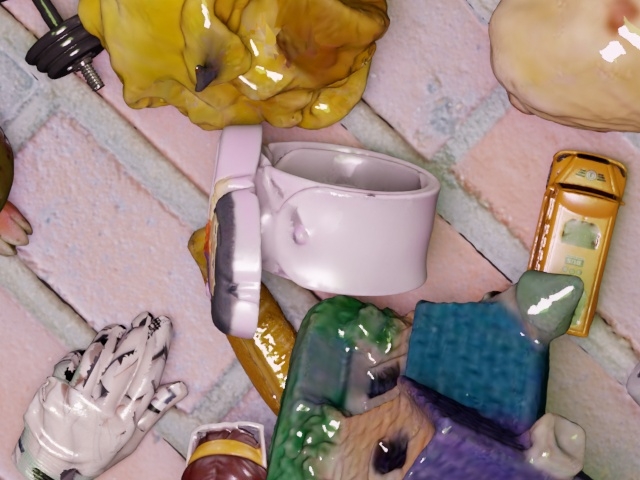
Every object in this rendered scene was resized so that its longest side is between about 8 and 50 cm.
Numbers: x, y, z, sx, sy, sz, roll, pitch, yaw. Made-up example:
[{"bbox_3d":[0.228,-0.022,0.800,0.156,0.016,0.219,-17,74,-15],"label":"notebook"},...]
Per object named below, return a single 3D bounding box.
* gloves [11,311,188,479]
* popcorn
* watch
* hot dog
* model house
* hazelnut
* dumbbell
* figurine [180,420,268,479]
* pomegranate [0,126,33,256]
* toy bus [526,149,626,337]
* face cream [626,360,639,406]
[{"bbox_3d":[-0.230,0.169,1.624,0.127,0.111,0.212,38,99,6],"label":"gloves"},{"bbox_3d":[-0.087,-0.240,1.518,0.316,0.281,0.297,9,136,5],"label":"popcorn"},{"bbox_3d":[0.000,0.000,1.510,0.231,0.244,0.196,8,107,-9],"label":"watch"},{"bbox_3d":[-0.053,0.111,1.633,0.068,0.083,0.289,-28,90,-17],"label":"hot dog"},{"bbox_3d":[0.128,0.174,1.458,0.245,0.280,0.312,29,55,-24],"label":"model house"},{"bbox_3d":[0.311,-0.202,1.535,0.261,0.261,0.241,-23,91,2],"label":"hazelnut"},{"bbox_3d":[-0.292,-0.248,1.620,0.099,0.099,0.208,-34,90,2],"label":"dumbbell"},{"bbox_3d":[-0.065,0.279,1.574,0.175,0.240,0.115,-4,59,21],"label":"figurine"},{"bbox_3d":[-0.390,-0.053,1.602,0.180,0.180,0.209,-44,118,2],"label":"pomegranate"},{"bbox_3d":[0.268,0.003,1.612,0.083,0.088,0.194,12,91,2],"label":"toy bus"},{"bbox_3d":[0.454,0.239,1.623,0.143,0.089,0.314,-44,100,2],"label":"face cream"}]
